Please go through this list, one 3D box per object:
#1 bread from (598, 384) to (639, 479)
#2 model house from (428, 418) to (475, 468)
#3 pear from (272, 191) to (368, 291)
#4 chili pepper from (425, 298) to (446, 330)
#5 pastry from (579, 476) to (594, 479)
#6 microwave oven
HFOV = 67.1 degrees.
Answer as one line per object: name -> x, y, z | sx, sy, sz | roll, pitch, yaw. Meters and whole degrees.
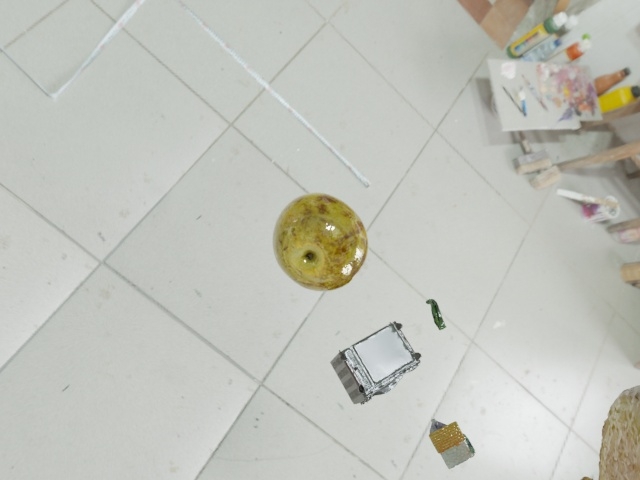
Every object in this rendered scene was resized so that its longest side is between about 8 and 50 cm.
bread -> 0.441, 0.313, 0.565 | 0.172, 0.312, 0.313 | 7, 74, 17
model house -> 0.336, 0.515, 1.266 | 0.087, 0.101, 0.100 | -30, 98, 2
pear -> 0.000, 0.000, 1.336 | 0.280, 0.280, 0.281 | 5, 78, -23
chili pepper -> 0.373, 0.234, 1.569 | 0.035, 0.056, 0.118 | -12, 54, -18
pastry -> 0.725, 0.692, 1.284 | 0.080, 0.056, 0.140 | -43, 107, 6
microwave oven -> 0.186, 0.415, 1.621 | 0.247, 0.178, 0.188 | -24, 68, -20
